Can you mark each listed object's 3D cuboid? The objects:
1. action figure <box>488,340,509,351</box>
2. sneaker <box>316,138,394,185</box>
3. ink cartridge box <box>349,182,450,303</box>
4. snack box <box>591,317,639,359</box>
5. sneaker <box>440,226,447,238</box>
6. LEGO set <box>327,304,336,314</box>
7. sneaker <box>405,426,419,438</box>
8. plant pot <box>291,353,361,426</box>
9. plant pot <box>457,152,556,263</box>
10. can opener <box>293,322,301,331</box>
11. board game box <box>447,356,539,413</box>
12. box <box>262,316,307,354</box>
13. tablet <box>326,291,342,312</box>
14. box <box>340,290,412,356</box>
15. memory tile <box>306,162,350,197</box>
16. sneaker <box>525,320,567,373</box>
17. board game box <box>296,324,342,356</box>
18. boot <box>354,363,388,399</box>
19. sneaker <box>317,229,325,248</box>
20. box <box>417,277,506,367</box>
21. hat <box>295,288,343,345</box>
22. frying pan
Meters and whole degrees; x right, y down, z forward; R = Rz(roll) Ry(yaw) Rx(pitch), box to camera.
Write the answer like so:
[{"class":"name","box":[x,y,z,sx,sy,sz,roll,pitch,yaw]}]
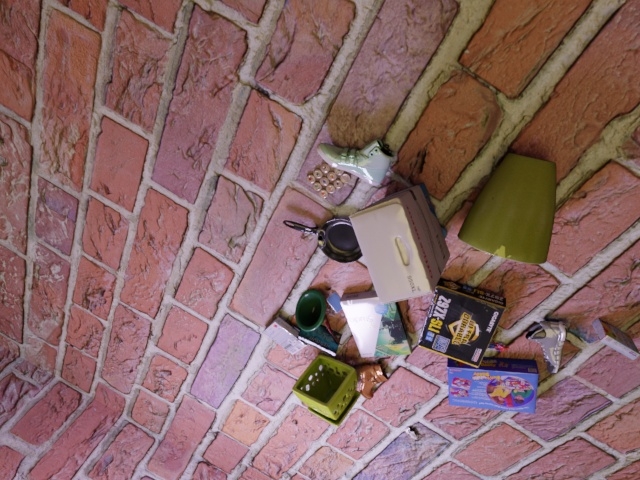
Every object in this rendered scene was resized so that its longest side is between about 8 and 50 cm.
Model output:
[{"class":"action figure","box":[0.705,0.430,1.716,0.115,0.030,0.038,4,125,23]},{"class":"sneaker","box":[0.124,-0.304,1.428,0.256,0.094,0.151,24,130,-9]},{"class":"ink cartridge box","box":[0.269,-0.007,1.343,0.166,0.395,0.285,-19,95,27]},{"class":"snack box","box":[1.059,0.352,1.513,0.141,0.100,0.037,31,123,-1]},{"class":"sneaker","box":[0.389,0.015,1.559,0.078,0.067,0.188,42,124,11]},{"class":"LEGO set","box":[0.042,0.303,1.863,0.083,0.023,0.054,-3,117,34]},{"class":"sneaker","box":[0.464,0.961,2.107,0.083,0.032,0.037,34,124,-5]},{"class":"plant pot","box":[0.043,0.701,1.948,0.228,0.227,0.207,10,133,42]},{"class":"plant pot","box":[0.606,-0.114,1.313,0.275,0.275,0.293,14,107,9]},{"class":"can opener","box":[-0.037,0.431,1.944,0.186,0.059,0.073,35,151,7]},{"class":"board game box","box":[0.720,0.607,1.786,0.347,0.078,0.233,-1,119,18]},{"class":"box","box":[-0.164,0.452,1.987,0.186,0.038,0.145,37,136,-7]},{"class":"tablet","box":[0.067,0.267,1.821,0.054,0.006,0.083,-40,105,-10]},{"class":"box","box":[0.242,0.360,1.807,0.232,0.058,0.322,-11,116,23]},{"class":"memory tile","box":[0.028,-0.228,1.554,0.148,0.012,0.113,-33,106,30]},{"class":"sneaker","box":[0.859,0.403,1.628,0.132,0.086,0.228,6,111,20]},{"class":"board game box","box":[-0.003,0.429,1.885,0.186,0.126,0.026,26,124,1]},{"class":"boot","box":[0.250,0.663,1.978,0.152,0.073,0.197,-20,114,22]},{"class":"sneaker","box":[0.000,0.000,1.628,0.031,0.035,0.083,6,121,15]},{"class":"box","box":[0.547,0.325,1.663,0.257,0.079,0.322,19,124,16]},{"class":"hat","box":[0.007,0.333,1.872,0.173,0.183,0.208,9,81,43]},{"class":"frying pan","box":[0.025,-0.001,1.667,0.326,0.053,0.197,1,119,20]}]
